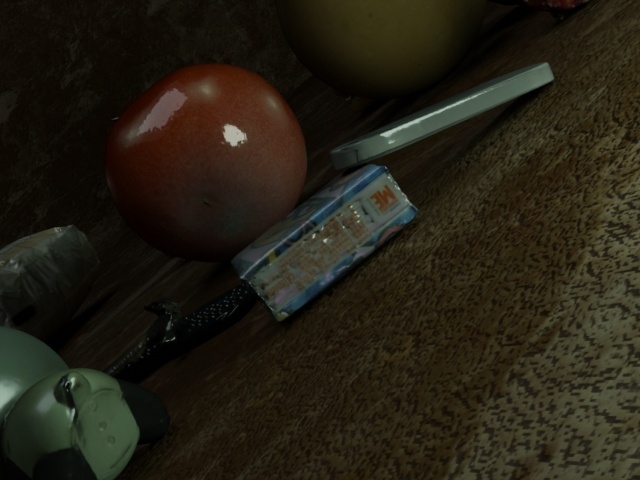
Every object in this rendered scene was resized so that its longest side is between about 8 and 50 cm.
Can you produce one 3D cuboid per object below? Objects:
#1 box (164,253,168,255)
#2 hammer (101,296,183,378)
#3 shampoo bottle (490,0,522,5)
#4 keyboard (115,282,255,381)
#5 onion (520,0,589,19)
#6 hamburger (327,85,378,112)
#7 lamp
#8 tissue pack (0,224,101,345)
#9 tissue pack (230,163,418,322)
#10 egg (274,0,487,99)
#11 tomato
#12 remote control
[{"bbox_3d":[-0.179,-0.060,1.953,0.229,0.041,0.162,-42,11,-17],"label":"box"},{"bbox_3d":[-0.257,0.169,1.188,0.297,0.027,0.125,-42,19,10],"label":"hammer"},{"bbox_3d":[0.276,-0.367,1.584,0.234,0.087,0.049,-122,55,-80],"label":"shampoo bottle"},{"bbox_3d":[-0.152,0.101,1.201,0.262,0.016,0.106,-31,13,38],"label":"keyboard"},{"bbox_3d":[0.276,-0.305,1.300,0.107,0.097,0.107,-3,30,2],"label":"onion"},{"bbox_3d":[0.109,-0.307,1.842,0.213,0.108,0.214,-38,8,7],"label":"hamburger"},{"bbox_3d":[-0.257,0.160,0.900,0.243,0.198,0.198,-4,29,32],"label":"lamp"},{"bbox_3d":[-0.604,0.157,2.066,0.375,0.195,0.390,-40,7,34],"label":"tissue pack"},{"bbox_3d":[0.000,0.000,0.975,0.155,0.065,0.115,-37,11,-4],"label":"tissue pack"},{"bbox_3d":[0.084,-0.364,1.582,0.301,0.301,0.374,-34,31,24],"label":"egg"},{"bbox_3d":[-0.143,-0.095,1.412,0.255,0.256,0.224,-36,27,13],"label":"tomato"},{"bbox_3d":[0.114,-0.116,1.024,0.245,0.022,0.077,-26,7,-26],"label":"remote control"}]
